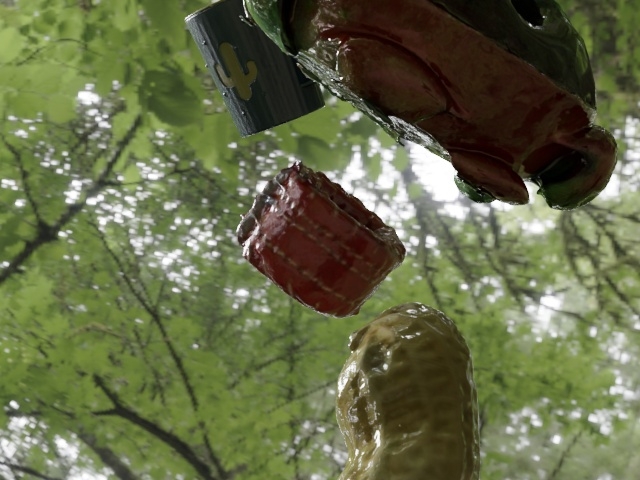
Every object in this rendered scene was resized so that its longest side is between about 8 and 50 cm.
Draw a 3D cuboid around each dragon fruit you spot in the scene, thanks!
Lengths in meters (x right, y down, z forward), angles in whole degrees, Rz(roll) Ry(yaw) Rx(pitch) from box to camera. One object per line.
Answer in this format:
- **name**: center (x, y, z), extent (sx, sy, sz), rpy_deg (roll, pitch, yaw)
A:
- **dragon fruit**: center (0.072, -0.121, 0.693), extent (0.130, 0.268, 0.295), rpy_deg (-58, -35, 3)

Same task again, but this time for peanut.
- **peanut**: center (0.078, 0.196, 1.035), extent (0.153, 0.140, 0.325), rpy_deg (36, -137, -18)

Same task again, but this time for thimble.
- **thimble**: center (0.006, 0.004, 1.268), extent (0.125, 0.163, 0.189), rpy_deg (-51, -40, 10)

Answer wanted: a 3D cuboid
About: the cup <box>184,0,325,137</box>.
- **cup**: center (-0.054, -0.215, 1.230), extent (0.131, 0.176, 0.155), rpy_deg (-33, -74, -54)
